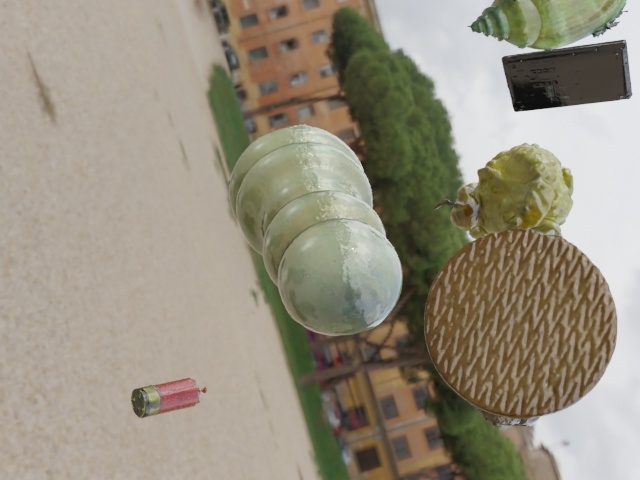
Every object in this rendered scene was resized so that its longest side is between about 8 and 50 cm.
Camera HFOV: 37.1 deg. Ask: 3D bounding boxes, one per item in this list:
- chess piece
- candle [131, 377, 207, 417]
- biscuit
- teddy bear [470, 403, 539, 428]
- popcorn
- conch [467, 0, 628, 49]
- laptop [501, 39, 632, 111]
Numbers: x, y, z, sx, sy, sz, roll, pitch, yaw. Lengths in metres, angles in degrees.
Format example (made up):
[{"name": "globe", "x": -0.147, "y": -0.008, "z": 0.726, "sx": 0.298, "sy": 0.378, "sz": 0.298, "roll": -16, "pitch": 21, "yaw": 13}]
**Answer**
[{"name": "chess piece", "x": 0.000, "y": 0.000, "z": 0.821, "sx": 0.243, "sy": 0.133, "sz": 0.133, "roll": -114, "pitch": -172, "yaw": -62}, {"name": "candle", "x": -0.244, "y": 0.256, "z": 1.573, "sx": 0.052, "sy": 0.130, "sz": 0.052, "roll": 12, "pitch": -75, "yaw": 51}, {"name": "biscuit", "x": 0.268, "y": 0.110, "z": 1.285, "sx": 0.037, "sy": 0.262, "sz": 0.262, "roll": 66, "pitch": 6, "yaw": -70}, {"name": "teddy bear", "x": 0.319, "y": 0.294, "z": 1.665, "sx": 0.119, "sy": 0.160, "sz": 0.078, "roll": -28, "pitch": -137, "yaw": 54}, {"name": "popcorn", "x": 0.316, "y": -0.075, "z": 1.587, "sx": 0.173, "sy": 0.195, "sz": 0.168, "roll": -22, "pitch": 109, "yaw": -49}, {"name": "conch", "x": 0.268, "y": -0.269, "z": 1.114, "sx": 0.079, "sy": 0.201, "sz": 0.095, "roll": 60, "pitch": 23, "yaw": -78}, {"name": "laptop", "x": 0.370, "y": -0.243, "z": 1.428, "sx": 0.129, "sy": 0.180, "sz": 0.016, "roll": 57, "pitch": 33, "yaw": -53}]
